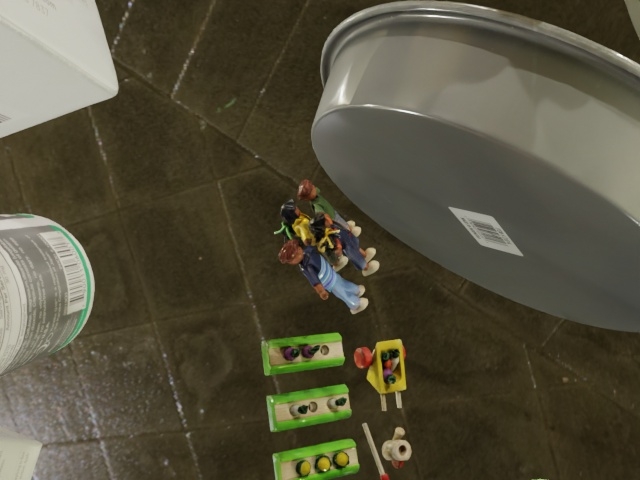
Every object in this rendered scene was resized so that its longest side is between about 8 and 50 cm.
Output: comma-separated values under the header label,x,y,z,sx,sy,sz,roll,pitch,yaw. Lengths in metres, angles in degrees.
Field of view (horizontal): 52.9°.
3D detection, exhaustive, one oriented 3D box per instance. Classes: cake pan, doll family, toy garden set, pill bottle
label,x,y,z,sx,sy,sz,roll,pitch,yaw
cake pan,0.115,-0.028,0.412,0.293,0.293,0.054,28,78,15
doll family,0.000,0.000,0.717,0.076,0.193,0.111,-44,120,7
toy garden set,0.039,0.236,0.804,0.049,0.204,0.244,-27,68,56
pill bottle,-0.432,0.076,0.727,0.204,0.361,0.204,1,94,9

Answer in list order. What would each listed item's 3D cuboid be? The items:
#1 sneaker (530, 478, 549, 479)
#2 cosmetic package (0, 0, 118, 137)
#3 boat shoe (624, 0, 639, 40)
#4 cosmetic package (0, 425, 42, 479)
label,x,y,z,sx,sy,sz,roll,pitch,yaw
sneaker,0.251,0.516,0.721,0.185,0.202,0.482,-6,82,7
cosmetic package,-0.315,-0.281,0.392,0.230,0.161,0.453,-19,84,6
boat shoe,0.145,-0.193,0.253,0.116,0.099,0.319,-35,113,10
cosmetic package,-0.559,0.355,0.967,0.152,0.184,0.151,2,71,38
